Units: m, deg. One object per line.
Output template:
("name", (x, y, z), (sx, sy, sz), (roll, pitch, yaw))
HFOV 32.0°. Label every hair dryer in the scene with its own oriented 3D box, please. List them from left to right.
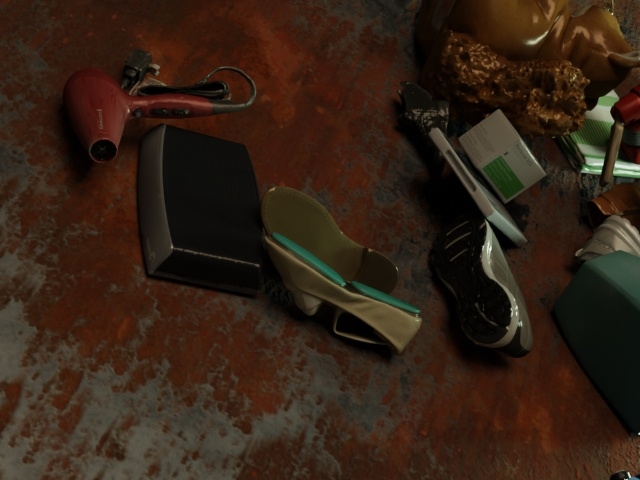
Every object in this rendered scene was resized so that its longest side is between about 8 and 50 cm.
("hair dryer", (-0.239, -0.193, 1.513), (0.224, 0.080, 0.293), (13, 38, 22))

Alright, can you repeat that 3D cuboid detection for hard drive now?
("hard drive", (-0.157, -0.050, 1.503), (0.172, 0.054, 0.254), (13, 44, -24))

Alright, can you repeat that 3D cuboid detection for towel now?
("towel", (0.518, -0.250, 2.186), (0.248, 0.038, 0.325), (3, 48, -33))

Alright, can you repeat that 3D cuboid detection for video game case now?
("video game case", (0.251, -0.082, 1.772), (0.173, 0.022, 0.190), (59, 14, 26))

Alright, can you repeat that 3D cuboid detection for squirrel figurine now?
("squirrel figurine", (0.381, -0.322, 2.004), (0.370, 0.281, 0.397), (23, 57, -15))

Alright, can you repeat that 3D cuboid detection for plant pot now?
("plant pot", (0.482, 0.137, 1.689), (0.165, 0.165, 0.234), (-13, 51, -42))

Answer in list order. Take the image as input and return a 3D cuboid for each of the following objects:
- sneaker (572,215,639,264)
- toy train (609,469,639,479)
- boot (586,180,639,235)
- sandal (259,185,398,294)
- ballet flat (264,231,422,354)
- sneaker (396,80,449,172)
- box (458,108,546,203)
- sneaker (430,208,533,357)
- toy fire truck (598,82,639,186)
("sneaker", (0.522, 0.100, 1.820), (0.115, 0.105, 0.281), (-34, 76, -14))
("toy train", (0.442, 0.388, 1.472), (0.105, 0.080, 0.184), (12, 45, -34))
("boot", (0.557, -0.008, 1.956), (0.152, 0.073, 0.197), (-17, 69, -31))
("sandal", (-0.003, 0.006, 1.555), (0.240, 0.079, 0.088), (33, 81, -24))
("ballet flat", (0.020, 0.078, 1.478), (0.248, 0.086, 0.086), (28, 40, -15))
("sneaker", (0.168, -0.189, 1.870), (0.089, 0.051, 0.170), (7, 60, -1))
("box", (0.299, -0.138, 1.840), (0.101, 0.087, 0.102), (46, 14, -36))
("sneaker", (0.241, 0.065, 1.651), (0.108, 0.100, 0.271), (39, 27, -39))
("toy fire truck", (0.577, -0.195, 2.027), (0.246, 0.217, 0.158), (-29, 63, -3))
